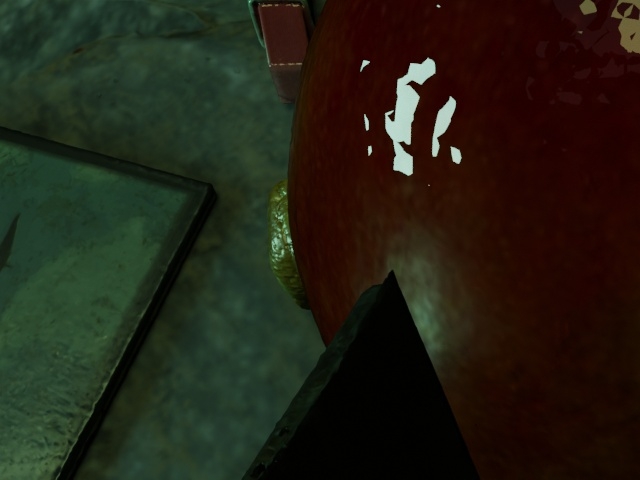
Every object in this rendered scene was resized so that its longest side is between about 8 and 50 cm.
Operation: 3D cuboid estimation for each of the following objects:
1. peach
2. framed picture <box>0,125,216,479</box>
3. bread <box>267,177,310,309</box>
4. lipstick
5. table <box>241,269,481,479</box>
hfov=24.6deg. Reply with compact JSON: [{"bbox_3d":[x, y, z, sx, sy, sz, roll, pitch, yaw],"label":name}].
[{"bbox_3d":[0.143,-0.044,0.595,0.370,0.370,0.370,-13,53,18],"label":"peach"},{"bbox_3d":[-0.268,0.031,0.927,0.347,0.016,0.265,17,65,22],"label":"framed picture"},{"bbox_3d":[0.000,0.000,0.819,0.046,0.081,0.083,-17,18,27],"label":"bread"},{"bbox_3d":[-0.036,-0.216,1.005,0.051,0.051,0.312,-17,52,13],"label":"lipstick"},{"bbox_3d":[0.142,0.142,0.373,0.250,0.282,0.196,-15,19,28],"label":"table"}]
